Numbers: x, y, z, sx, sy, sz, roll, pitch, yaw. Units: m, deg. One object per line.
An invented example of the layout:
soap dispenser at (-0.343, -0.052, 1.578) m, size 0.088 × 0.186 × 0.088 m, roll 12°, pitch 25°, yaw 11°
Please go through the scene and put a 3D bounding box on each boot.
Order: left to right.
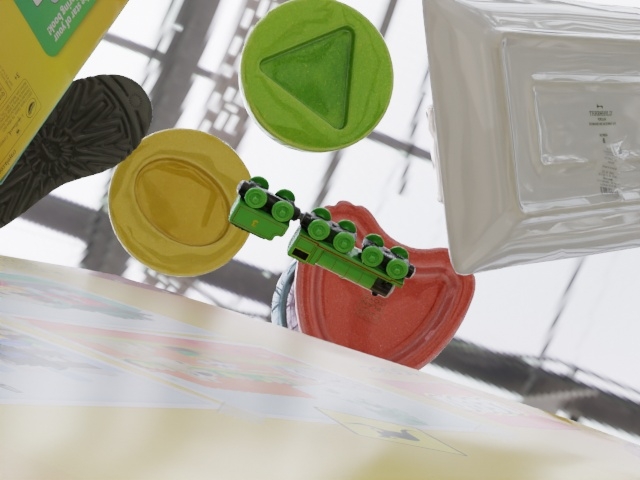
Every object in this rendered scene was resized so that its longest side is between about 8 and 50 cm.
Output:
boot at (-0.241, -0.064, 1.343) m, size 0.189 × 0.208 × 0.076 m, roll -31°, pitch -80°, yaw -20°

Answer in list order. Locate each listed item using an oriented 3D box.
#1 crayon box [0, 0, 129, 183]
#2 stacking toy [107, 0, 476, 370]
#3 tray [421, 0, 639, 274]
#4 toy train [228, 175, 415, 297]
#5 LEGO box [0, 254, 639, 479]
crayon box at (-0.199, -0.178, 1.037) m, size 0.165 × 0.081 × 0.278 m, roll 62°, pitch -142°, yaw -33°
stacking toy at (-0.007, -0.036, 1.480) m, size 0.309 × 0.130 × 0.279 m, roll 35°, pitch -103°, yaw -8°
tray at (0.143, -0.063, 0.949) m, size 0.270 × 0.030 × 0.145 m, roll -7°, pitch -89°, yaw -55°
toy train at (0.000, 0.000, 0.723) m, size 0.083 × 0.017 × 0.024 m, roll 27°, pitch -65°, yaw -10°
LEGO box at (-0.117, 0.119, 0.574) m, size 0.500 × 0.372 × 0.193 m, roll 12°, pitch -87°, yaw -56°
